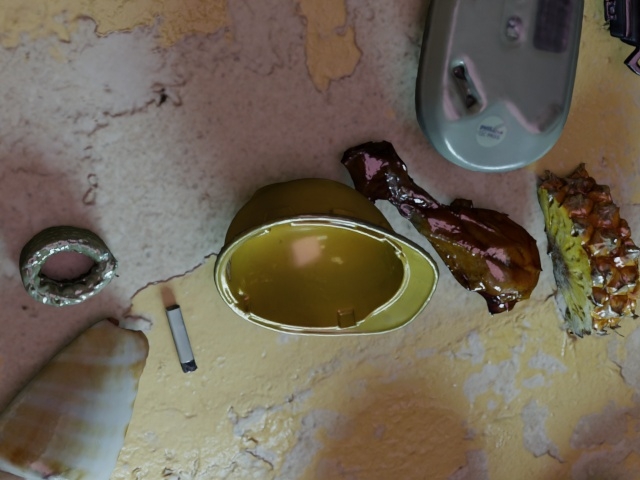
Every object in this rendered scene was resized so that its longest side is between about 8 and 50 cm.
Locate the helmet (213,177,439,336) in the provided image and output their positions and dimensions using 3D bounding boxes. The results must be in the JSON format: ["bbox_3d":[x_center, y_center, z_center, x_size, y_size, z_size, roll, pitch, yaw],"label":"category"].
[{"bbox_3d":[0.000,0.000,1.449,0.257,0.140,0.205,9,136,-18],"label":"helmet"}]

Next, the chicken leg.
[{"bbox_3d":[0.150,-0.021,1.514,0.304,0.093,0.113,34,64,-18],"label":"chicken leg"}]

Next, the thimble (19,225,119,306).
[{"bbox_3d":[-0.285,0.029,1.415,0.110,0.062,0.084,-2,105,-15],"label":"thimble"}]

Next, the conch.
[{"bbox_3d":[-0.288,0.213,1.426,0.158,0.127,0.255,28,94,-20],"label":"conch"}]

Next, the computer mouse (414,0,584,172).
[{"bbox_3d":[0.214,-0.245,1.479,0.197,0.095,0.331,10,92,-20],"label":"computer mouse"}]

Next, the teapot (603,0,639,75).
[{"bbox_3d":[0.392,-0.287,1.524,0.096,0.087,0.177,-8,106,-9],"label":"teapot"}]

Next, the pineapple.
[{"bbox_3d":[0.347,0.025,1.561,0.079,0.135,0.233,-19,106,-12],"label":"pineapple"}]

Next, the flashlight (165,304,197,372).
[{"bbox_3d":[-0.167,0.118,1.495,0.018,0.018,0.083,-18,108,-13],"label":"flashlight"}]
